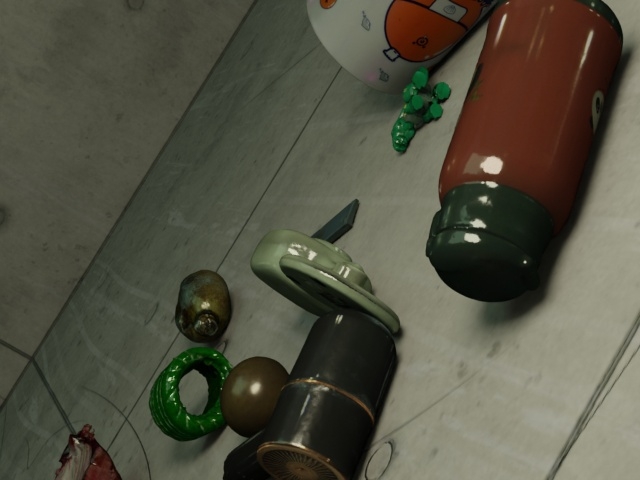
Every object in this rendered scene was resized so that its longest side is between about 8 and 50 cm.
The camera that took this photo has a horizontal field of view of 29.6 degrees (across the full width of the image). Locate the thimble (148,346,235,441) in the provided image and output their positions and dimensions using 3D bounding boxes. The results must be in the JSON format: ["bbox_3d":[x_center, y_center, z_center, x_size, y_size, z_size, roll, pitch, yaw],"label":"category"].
[{"bbox_3d":[-0.180,0.219,1.737,0.130,0.118,0.090,-36,-2,-35],"label":"thimble"}]

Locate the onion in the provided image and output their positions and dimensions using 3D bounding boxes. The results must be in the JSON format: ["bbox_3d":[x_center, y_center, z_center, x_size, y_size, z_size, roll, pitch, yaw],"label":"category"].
[{"bbox_3d":[-0.367,0.413,1.885,0.227,0.120,0.283,-44,24,39],"label":"onion"}]

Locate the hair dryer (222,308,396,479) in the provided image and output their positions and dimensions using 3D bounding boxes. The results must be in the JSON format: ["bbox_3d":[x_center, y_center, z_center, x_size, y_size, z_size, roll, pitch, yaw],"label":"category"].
[{"bbox_3d":[-0.042,0.218,1.409,0.352,0.107,0.189,-42,20,55],"label":"hair dryer"}]

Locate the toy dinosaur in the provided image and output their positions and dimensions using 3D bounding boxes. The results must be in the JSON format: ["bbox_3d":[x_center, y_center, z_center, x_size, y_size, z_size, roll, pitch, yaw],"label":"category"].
[{"bbox_3d":[0.134,-0.193,1.717,0.096,0.059,0.132,-39,32,58],"label":"toy dinosaur"}]

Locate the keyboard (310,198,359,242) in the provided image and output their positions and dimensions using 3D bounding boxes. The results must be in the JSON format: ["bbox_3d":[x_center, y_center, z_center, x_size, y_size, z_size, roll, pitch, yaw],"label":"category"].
[{"bbox_3d":[-0.001,-0.001,1.803,0.176,0.014,0.055,-40,23,44],"label":"keyboard"}]

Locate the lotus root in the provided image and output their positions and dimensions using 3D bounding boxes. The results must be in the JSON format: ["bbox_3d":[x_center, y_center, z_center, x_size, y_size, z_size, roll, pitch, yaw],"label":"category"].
[{"bbox_3d":[-0.193,0.114,2.005,0.192,0.088,0.113,-126,54,-71],"label":"lotus root"}]

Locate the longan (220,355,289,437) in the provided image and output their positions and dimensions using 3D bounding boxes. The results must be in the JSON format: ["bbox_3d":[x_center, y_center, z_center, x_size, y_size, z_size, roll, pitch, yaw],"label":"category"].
[{"bbox_3d":[-0.081,0.199,1.539,0.113,0.092,0.113,-167,90,-85],"label":"longan"}]

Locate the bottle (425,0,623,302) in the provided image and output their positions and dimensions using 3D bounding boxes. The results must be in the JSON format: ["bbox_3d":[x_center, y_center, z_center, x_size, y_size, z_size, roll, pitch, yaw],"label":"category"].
[{"bbox_3d":[0.201,-0.096,1.210,0.144,0.144,0.336,-31,32,55],"label":"bottle"}]

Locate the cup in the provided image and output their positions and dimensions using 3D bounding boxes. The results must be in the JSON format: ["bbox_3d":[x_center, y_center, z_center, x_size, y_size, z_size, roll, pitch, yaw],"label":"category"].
[{"bbox_3d":[0.156,-0.391,1.736,0.317,0.212,0.212,-43,22,36],"label":"cup"}]

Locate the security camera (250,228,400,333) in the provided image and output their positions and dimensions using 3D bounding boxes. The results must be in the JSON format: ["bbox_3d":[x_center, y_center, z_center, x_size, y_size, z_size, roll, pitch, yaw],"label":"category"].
[{"bbox_3d":[0.011,0.043,1.459,0.080,0.157,0.301,-57,15,-8],"label":"security camera"}]
